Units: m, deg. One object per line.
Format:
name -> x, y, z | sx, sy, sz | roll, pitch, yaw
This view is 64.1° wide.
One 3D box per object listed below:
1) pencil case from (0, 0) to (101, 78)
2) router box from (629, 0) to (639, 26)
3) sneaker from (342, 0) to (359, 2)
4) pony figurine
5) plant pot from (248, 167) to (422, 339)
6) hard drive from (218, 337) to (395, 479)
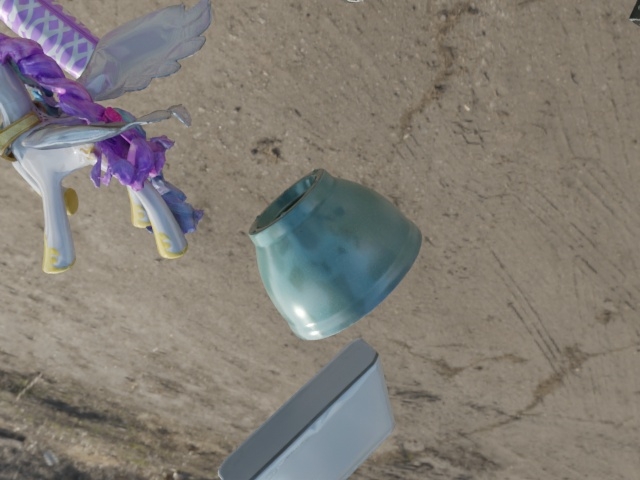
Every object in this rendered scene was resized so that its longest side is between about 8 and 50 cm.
pencil case -> -0.416, -0.331, 0.837 | 0.206, 0.086, 0.088 | 35, 145, -20
router box -> 0.285, -0.202, 0.342 | 0.038, 0.092, 0.122 | 5, 115, -25
sneaker -> 0.054, -0.388, 0.782 | 0.044, 0.109, 0.040 | -8, 123, 44
pony figurine -> -0.289, -0.131, 0.647 | 0.352, 0.302, 0.363 | -7, 133, 7
plant pot -> 0.000, 0.000, 0.897 | 0.293, 0.293, 0.196 | -27, 113, 39
hard drive -> 0.007, 0.260, 0.655 | 0.040, 0.203, 0.307 | 41, 163, 30
